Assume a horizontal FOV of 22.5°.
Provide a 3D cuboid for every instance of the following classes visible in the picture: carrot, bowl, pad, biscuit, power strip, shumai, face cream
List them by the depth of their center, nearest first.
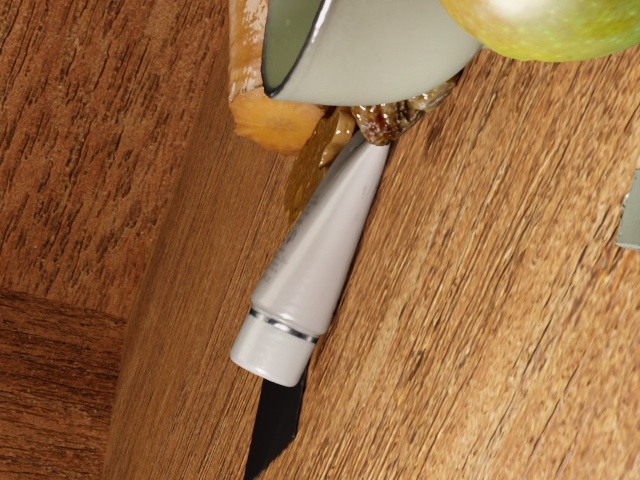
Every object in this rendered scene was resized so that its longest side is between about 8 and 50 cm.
[{"bbox_3d":[0.196,-0.015,0.877,0.136,0.019,0.051,-172,99,-79],"label":"power strip"},{"bbox_3d":[0.089,-0.264,1.321,0.354,0.185,0.353,-166,90,-79],"label":"bowl"},{"bbox_3d":[0.083,-0.146,1.484,0.105,0.139,0.123,31,140,48],"label":"shumai"},{"bbox_3d":[0.000,0.000,1.712,0.143,0.089,0.314,-155,89,-80],"label":"face cream"},{"bbox_3d":[-0.003,-0.080,1.922,0.236,0.040,0.144,146,146,-77],"label":"biscuit"},{"bbox_3d":[-0.032,0.099,1.928,0.247,0.007,0.367,125,158,-62],"label":"pad"},{"bbox_3d":[-0.052,-0.257,2.048,0.196,0.196,0.254,126,156,-62],"label":"carrot"}]

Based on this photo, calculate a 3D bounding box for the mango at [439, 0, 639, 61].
[{"bbox_3d":[0.180,-0.271,0.866,0.382,0.201,0.225,-61,-8,16],"label":"mango"}]
